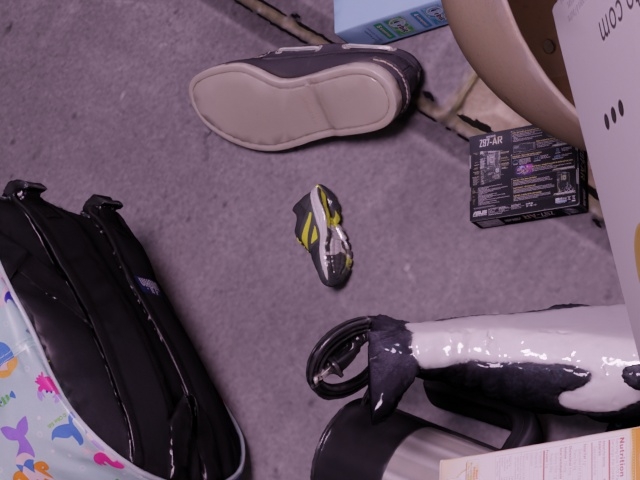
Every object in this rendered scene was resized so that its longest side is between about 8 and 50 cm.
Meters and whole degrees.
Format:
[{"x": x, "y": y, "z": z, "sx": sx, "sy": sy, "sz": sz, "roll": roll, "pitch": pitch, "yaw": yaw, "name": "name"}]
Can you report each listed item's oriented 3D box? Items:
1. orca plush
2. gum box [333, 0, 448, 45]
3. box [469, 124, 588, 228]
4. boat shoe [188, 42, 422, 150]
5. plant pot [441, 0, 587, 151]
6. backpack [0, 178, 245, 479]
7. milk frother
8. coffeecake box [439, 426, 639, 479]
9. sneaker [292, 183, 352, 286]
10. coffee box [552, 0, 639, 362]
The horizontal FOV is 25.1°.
[{"x": 0.173, "y": 0.101, "z": 0.880, "sx": 0.287, "sy": 0.151, "sz": 0.102, "roll": -6, "pitch": 106, "yaw": -5, "name": "orca plush"}, {"x": 0.096, "y": -0.245, "z": 1.104, "sx": 0.184, "sy": 0.041, "sz": 0.157, "roll": -14, "pitch": 66, "yaw": 28, "name": "gum box"}, {"x": 0.146, "y": -0.047, "z": 1.016, "sx": 0.083, "sy": 0.018, "sz": 0.067, "roll": -10, "pitch": 68, "yaw": 29, "name": "box"}, {"x": -0.012, "y": -0.118, "z": 1.129, "sx": 0.206, "sy": 0.075, "sz": 0.065, "roll": 1, "pitch": 31, "yaw": 38, "name": "boat shoe"}, {"x": 0.186, "y": -0.180, "z": 0.916, "sx": 0.191, "sy": 0.284, "sz": 0.284, "roll": -3, "pitch": 67, "yaw": 68, "name": "plant pot"}, {"x": -0.182, "y": 0.110, "z": 1.042, "sx": 0.191, "sy": 0.225, "sz": 0.253, "roll": -45, "pitch": 66, "yaw": 15, "name": "backpack"}, {"x": 0.064, "y": 0.131, "z": 0.928, "sx": 0.135, "sy": 0.143, "sz": 0.129, "roll": 16, "pitch": 75, "yaw": 37, "name": "milk frother"}, {"x": 0.179, "y": 0.153, "z": 0.810, "sx": 0.185, "sy": 0.142, "sz": 0.068, "roll": -22, "pitch": 61, "yaw": 53, "name": "coffeecake box"}, {"x": 0.000, "y": 0.000, "z": 1.088, "sx": 0.035, "sy": 0.031, "sz": 0.083, "roll": -30, "pitch": 55, "yaw": 36, "name": "sneaker"}, {"x": 0.322, "y": -0.016, "z": 0.556, "sx": 0.338, "sy": 0.337, "sz": 0.334, "roll": -11, "pitch": 83, "yaw": -5, "name": "coffee box"}]
